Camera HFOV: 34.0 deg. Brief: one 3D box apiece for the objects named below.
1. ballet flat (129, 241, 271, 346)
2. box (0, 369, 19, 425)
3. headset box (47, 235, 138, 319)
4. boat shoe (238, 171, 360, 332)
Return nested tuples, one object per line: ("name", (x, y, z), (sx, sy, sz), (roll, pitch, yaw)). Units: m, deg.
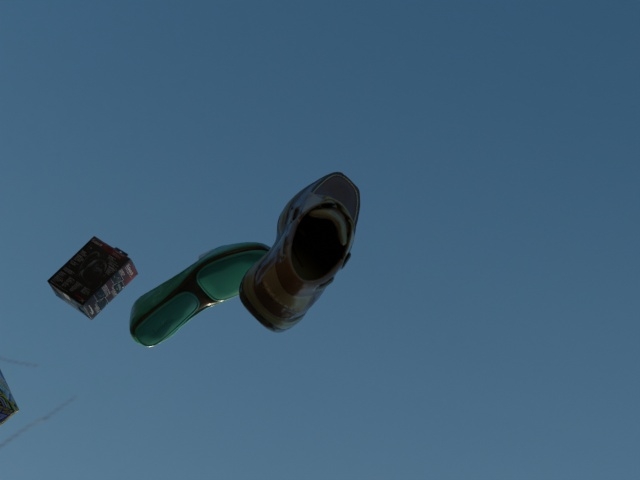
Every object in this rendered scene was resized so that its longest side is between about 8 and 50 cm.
("ballet flat", (-0.183, 0.062, 1.554), (0.247, 0.083, 0.087), (-33, -144, 1))
("box", (-0.417, 0.172, 1.264), (0.059, 0.054, 0.169), (55, -12, -27))
("headset box", (-0.250, 0.038, 1.162), (0.062, 0.083, 0.032), (28, -29, 28))
("boat shoe", (0.000, 0.000, 1.486), (0.122, 0.324, 0.120), (39, -51, -10))
